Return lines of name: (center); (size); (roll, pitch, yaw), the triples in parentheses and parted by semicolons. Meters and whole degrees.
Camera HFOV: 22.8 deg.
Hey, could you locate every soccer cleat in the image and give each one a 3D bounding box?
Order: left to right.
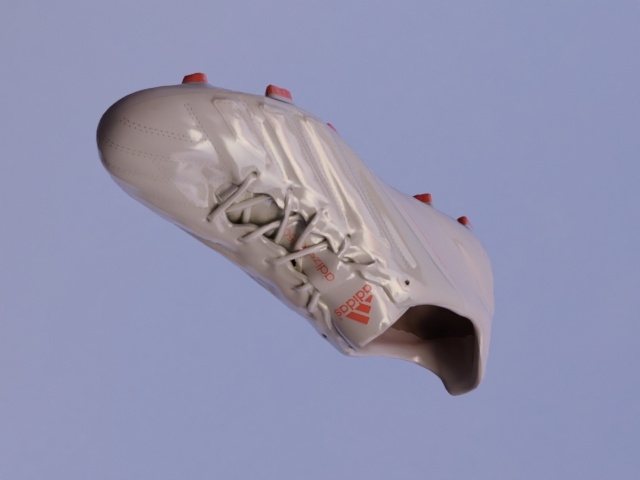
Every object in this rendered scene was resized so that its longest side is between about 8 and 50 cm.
soccer cleat: (0.000, 0.000, 0.609); (0.068, 0.196, 0.076); (-34, -134, 34)
